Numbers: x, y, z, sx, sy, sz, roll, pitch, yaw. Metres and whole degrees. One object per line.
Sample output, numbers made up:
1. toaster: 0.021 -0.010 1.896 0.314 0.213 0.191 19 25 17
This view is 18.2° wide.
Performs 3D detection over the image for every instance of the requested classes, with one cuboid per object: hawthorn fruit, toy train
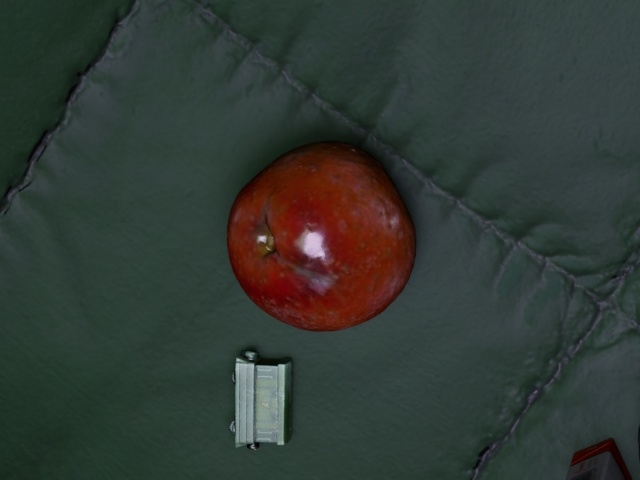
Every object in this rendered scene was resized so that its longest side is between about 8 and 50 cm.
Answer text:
1. hawthorn fruit: 0.000 0.000 1.724 0.172 0.173 0.173 2 99 13
2. toy train: -0.054 0.146 1.829 0.056 0.038 0.093 2 99 7

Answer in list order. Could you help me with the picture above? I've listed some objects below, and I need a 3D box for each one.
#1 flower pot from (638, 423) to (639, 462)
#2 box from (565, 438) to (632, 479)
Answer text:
1. flower pot: 0.376 0.147 1.663 0.189 0.157 0.243 46 104 5
2. box: 0.248 0.237 1.709 0.048 0.152 0.100 -22 93 12
